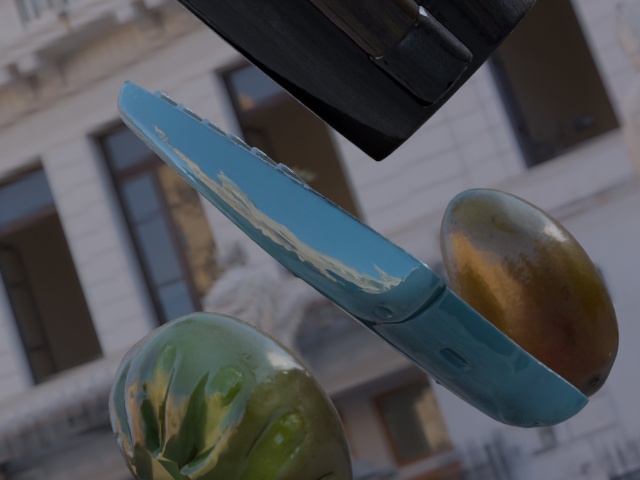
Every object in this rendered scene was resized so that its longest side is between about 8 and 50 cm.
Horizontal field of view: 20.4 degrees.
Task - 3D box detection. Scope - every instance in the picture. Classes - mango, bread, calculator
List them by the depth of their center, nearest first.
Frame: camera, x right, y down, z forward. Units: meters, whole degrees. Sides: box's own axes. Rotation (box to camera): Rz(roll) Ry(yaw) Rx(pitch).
[{"bbox_3d":[0.000,0.000,1.208,0.054,0.386,0.256,-52,-48,0],"label":"calculator"},{"bbox_3d":[-0.095,0.157,1.642,0.261,0.156,0.158,18,37,36],"label":"bread"},{"bbox_3d":[0.191,0.050,1.644,0.120,0.221,0.151,-27,4,-32],"label":"mango"}]

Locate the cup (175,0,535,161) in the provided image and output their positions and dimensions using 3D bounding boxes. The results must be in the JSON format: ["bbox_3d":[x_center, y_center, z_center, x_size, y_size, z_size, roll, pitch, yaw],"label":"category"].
[{"bbox_3d":[0.005,-0.139,1.029,0.166,0.177,0.239,-43,6,33],"label":"cup"}]
